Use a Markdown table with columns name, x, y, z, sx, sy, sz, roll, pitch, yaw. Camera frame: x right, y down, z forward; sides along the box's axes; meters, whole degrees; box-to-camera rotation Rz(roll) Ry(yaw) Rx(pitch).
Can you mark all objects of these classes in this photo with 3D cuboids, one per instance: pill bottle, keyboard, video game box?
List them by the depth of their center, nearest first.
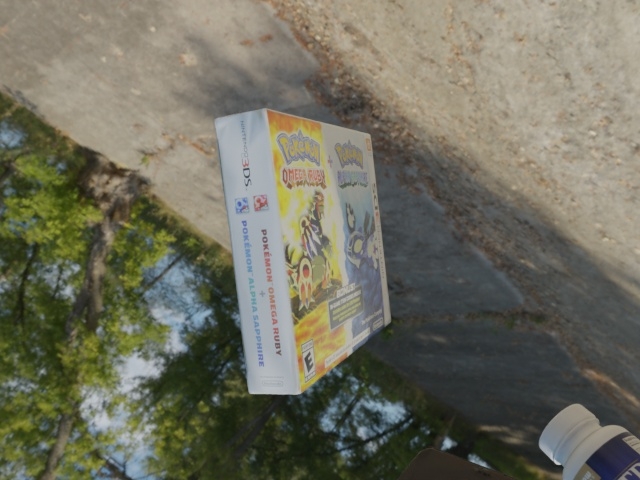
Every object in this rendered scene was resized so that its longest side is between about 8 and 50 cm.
| name | x | y | z | sx | sy | sz | roll | pitch | yaw |
| --- | --- | --- | --- | --- | --- | --- | --- | --- | --- |
| video game box | 0.000 | 0.000 | 0.443 | 0.048 | 0.187 | 0.205 | -8 | -177 | 25 |
| keyboard | 0.118 | 0.242 | 0.468 | 0.023 | 0.108 | 0.180 | 55 | 154 | -12 |
| pill bottle | 0.378 | 0.303 | 0.690 | 0.112 | 0.112 | 0.186 | 40 | -177 | -43 |
